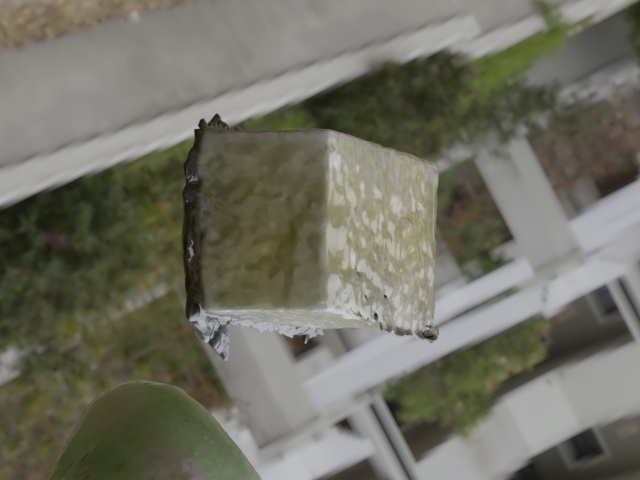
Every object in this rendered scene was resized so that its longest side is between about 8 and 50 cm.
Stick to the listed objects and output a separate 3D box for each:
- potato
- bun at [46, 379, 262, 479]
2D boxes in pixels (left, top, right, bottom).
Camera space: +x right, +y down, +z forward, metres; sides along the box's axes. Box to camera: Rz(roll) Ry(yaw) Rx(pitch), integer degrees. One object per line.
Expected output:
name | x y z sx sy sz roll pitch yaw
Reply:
potato | -0.001 0.000 0.574 0.061 0.086 0.122 -4 173 21
bun | -0.164 0.275 1.390 0.187 0.293 0.293 -20 175 -33
